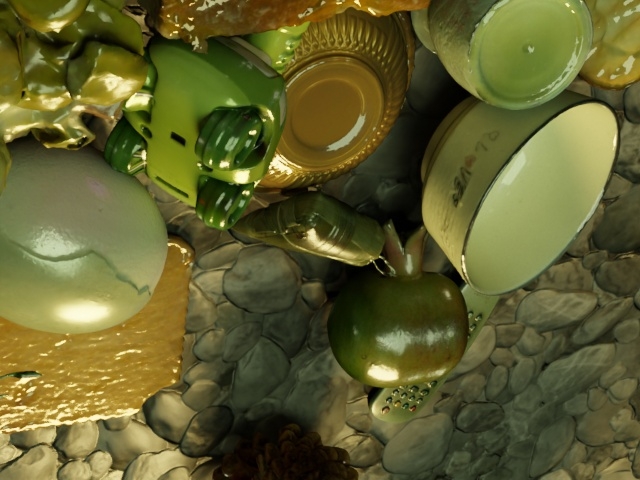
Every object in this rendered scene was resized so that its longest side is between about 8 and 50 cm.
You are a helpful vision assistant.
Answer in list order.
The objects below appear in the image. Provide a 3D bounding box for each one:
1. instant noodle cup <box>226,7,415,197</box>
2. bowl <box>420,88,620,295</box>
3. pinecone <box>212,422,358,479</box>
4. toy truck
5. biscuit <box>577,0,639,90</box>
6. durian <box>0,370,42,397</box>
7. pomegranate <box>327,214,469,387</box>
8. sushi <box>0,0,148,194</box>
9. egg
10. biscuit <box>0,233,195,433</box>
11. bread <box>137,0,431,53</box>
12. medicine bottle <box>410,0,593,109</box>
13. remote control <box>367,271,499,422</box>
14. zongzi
[{"bbox_3d":[-0.010,-0.142,1.677,0.274,0.091,0.274,-14,126,-19],"label":"instant noodle cup"},{"bbox_3d":[0.192,-0.072,1.776,0.238,0.126,0.238,-34,146,-27],"label":"bowl"},{"bbox_3d":[-0.054,0.323,1.917,0.185,0.168,0.212,16,113,-36],"label":"pinecone"},{"bbox_3d":[-0.092,-0.122,1.538,0.210,0.148,0.187,-47,163,-47],"label":"toy truck"},{"bbox_3d":[0.358,-0.267,1.812,0.260,0.041,0.203,-30,127,-6],"label":"biscuit"},{"bbox_3d":[-0.447,0.216,1.686,0.375,0.106,0.132,-38,128,2],"label":"durian"},{"bbox_3d":[0.084,0.063,1.849,0.152,0.131,0.191,-7,102,-16],"label":"pomegranate"},{"bbox_3d":[-0.321,-0.186,1.364,0.329,0.285,0.328,-27,130,-7],"label":"sushi"},{"bbox_3d":[-0.258,-0.009,1.578,0.217,0.183,0.183,18,112,-45],"label":"egg"},{"bbox_3d":[-0.250,0.100,1.769,0.237,0.013,0.232,-5,123,-23],"label":"biscuit"},{"bbox_3d":[-0.042,-0.342,1.449,0.279,0.207,0.279,-12,127,-18],"label":"bread"},{"bbox_3d":[0.177,-0.219,1.682,0.147,0.143,0.147,-11,123,-17],"label":"medicine bottle"},{"bbox_3d":[0.132,0.119,1.956,0.072,0.042,0.222,22,111,-36],"label":"remote control"},{"bbox_3d":[0.000,0.000,1.774,0.130,0.062,0.154,-15,148,42],"label":"zongzi"}]
